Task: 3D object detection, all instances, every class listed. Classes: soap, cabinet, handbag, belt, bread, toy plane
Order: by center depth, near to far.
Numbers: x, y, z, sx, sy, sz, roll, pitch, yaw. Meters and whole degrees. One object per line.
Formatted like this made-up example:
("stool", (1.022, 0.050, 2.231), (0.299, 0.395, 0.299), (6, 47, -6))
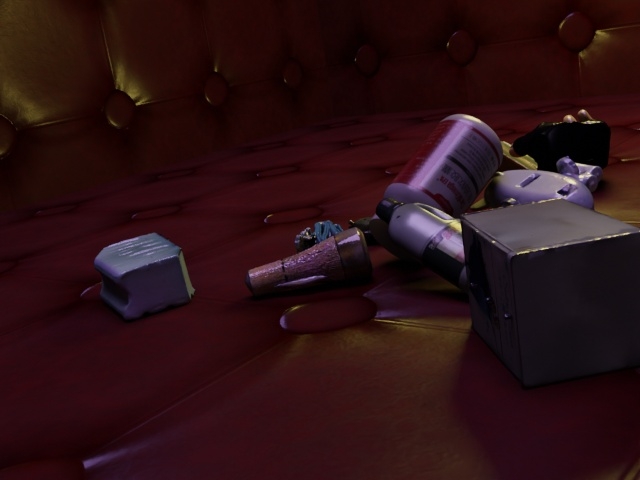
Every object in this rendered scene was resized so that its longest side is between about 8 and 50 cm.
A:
("cabinet", (0.253, 0.048, 0.887), (0.150, 0.145, 0.206), (-11, 14, -4))
("toy plane", (0.362, -0.059, 1.318), (0.244, 0.117, 0.245), (-21, 23, 9))
("soap", (-0.307, 0.054, 1.343), (0.145, 0.091, 0.230), (-17, 17, -27))
("belt", (0.000, 0.005, 1.406), (0.100, 0.065, 0.179), (-1, 12, -3))
("handbag", (0.105, -0.021, 1.453), (0.111, 0.047, 0.072), (-3, 14, 15))
("bread", (0.459, -0.166, 1.862), (0.139, 0.084, 0.074), (35, 36, 25))

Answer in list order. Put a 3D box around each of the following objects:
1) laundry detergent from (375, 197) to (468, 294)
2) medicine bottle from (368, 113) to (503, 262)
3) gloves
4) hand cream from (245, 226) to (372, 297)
("laundry detergent", (0.168, -0.003, 1.151), (0.099, 0.070, 0.225), (-34, 45, -22))
("medicine bottle", (0.195, -0.089, 1.314), (0.131, 0.131, 0.250), (10, 54, 52))
("gloves", (0.511, -0.199, 1.679), (0.197, 0.152, 0.301), (1, 17, 10))
("hand cream", (-0.022, 0.042, 1.243), (0.203, 0.084, 0.084), (-15, 14, 0))
